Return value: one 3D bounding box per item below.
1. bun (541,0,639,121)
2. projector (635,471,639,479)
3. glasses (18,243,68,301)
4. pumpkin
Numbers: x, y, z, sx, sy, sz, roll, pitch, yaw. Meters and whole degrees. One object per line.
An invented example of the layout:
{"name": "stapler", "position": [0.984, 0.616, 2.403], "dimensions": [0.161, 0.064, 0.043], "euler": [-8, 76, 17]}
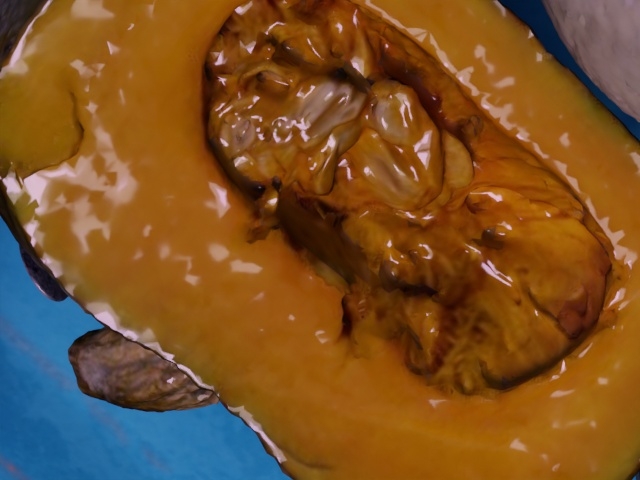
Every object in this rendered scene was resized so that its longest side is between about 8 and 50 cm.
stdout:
{"name": "bun", "position": [0.191, -0.130, 0.530], "dimensions": [0.244, 0.244, 0.153], "euler": [-29, 148, 22]}
{"name": "projector", "position": [0.207, 0.120, 0.775], "dimensions": [0.083, 0.082, 0.083], "euler": [21, 122, -9]}
{"name": "glasses", "position": [0.026, -0.032, 0.677], "dimensions": [0.234, 0.118, 0.268], "euler": [33, 120, -13]}
{"name": "pumpkin", "position": [0.000, 0.000, 0.598], "dimensions": [0.222, 0.139, 0.317], "euler": [-45, 108, 3]}
